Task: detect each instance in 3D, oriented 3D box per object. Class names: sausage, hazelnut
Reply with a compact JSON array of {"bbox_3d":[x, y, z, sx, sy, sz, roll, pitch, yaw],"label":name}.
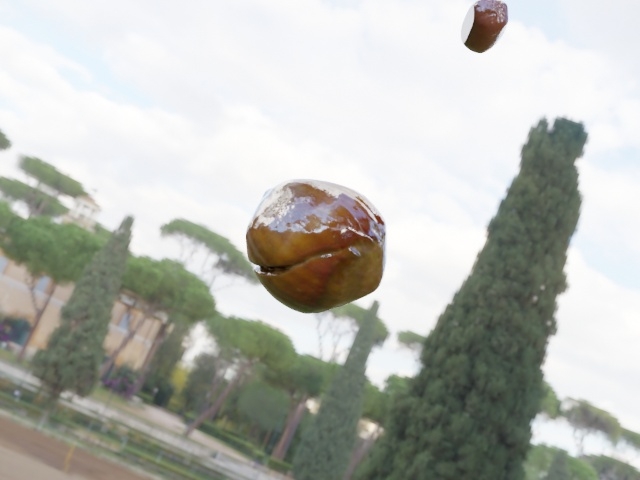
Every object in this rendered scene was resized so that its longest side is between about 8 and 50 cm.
[{"bbox_3d":[0.233,-0.302,1.392,0.054,0.059,0.094,0,-22,-8],"label":"sausage"},{"bbox_3d":[0.000,0.000,1.228,0.182,0.182,0.182,22,-13,5],"label":"hazelnut"}]
